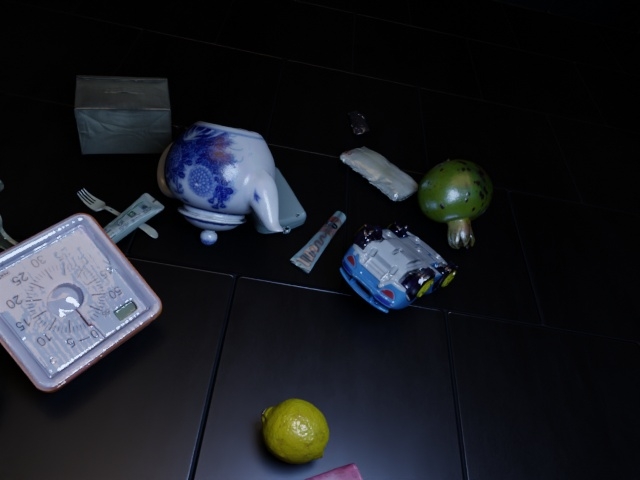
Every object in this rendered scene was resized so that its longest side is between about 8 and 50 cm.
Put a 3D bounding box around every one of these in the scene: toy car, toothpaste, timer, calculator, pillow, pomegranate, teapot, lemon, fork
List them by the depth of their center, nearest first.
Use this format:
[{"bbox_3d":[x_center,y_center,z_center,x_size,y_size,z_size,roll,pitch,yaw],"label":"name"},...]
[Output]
[{"bbox_3d":[-0.046,0.336,0.924,0.133,0.109,0.109,32,48,5],"label":"lemon"},{"bbox_3d":[-0.471,0.124,0.979,0.250,0.161,0.257,41,51,12],"label":"timer"},{"bbox_3d":[-0.453,-0.030,1.184,0.064,0.041,0.218,36,56,11],"label":"toothpaste"},{"bbox_3d":[0.175,0.069,1.197,0.198,0.166,0.314,43,23,21],"label":"toy car"},{"bbox_3d":[-0.237,-0.124,1.207,0.423,0.280,0.252,20,12,32],"label":"teapot"},{"bbox_3d":[-0.476,-0.060,1.236,0.219,0.028,0.034,28,40,6],"label":"fork"},{"bbox_3d":[0.000,0.000,1.294,0.056,0.036,0.205,30,52,11],"label":"toothpaste"},{"bbox_3d":[-0.134,-0.108,1.347,0.141,0.045,0.246,-15,54,-26],"label":"calculator"},{"bbox_3d":[0.361,-0.099,1.392,0.202,0.202,0.248,-4,80,-18],"label":"pomegranate"},{"bbox_3d":[0.170,-0.195,1.502,0.229,0.051,0.128,39,44,19],"label":"pillow"}]

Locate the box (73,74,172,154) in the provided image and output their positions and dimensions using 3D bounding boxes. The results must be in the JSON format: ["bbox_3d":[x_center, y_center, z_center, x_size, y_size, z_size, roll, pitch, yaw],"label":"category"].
[{"bbox_3d":[-0.515,-0.332,1.379,0.231,0.155,0.149,-3,50,-18],"label":"box"}]

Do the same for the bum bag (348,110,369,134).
[{"bbox_3d":[0.121,-0.375,1.663,0.057,0.034,0.125,-2,48,-4],"label":"bum bag"}]

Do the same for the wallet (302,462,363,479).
[{"bbox_3d":[-0.021,0.464,0.872,0.232,0.025,0.119,-10,51,-23],"label":"wallet"}]

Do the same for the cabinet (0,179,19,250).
[{"bbox_3d":[-0.803,-0.016,0.967,0.317,0.228,0.290,22,46,6],"label":"cabinet"}]
